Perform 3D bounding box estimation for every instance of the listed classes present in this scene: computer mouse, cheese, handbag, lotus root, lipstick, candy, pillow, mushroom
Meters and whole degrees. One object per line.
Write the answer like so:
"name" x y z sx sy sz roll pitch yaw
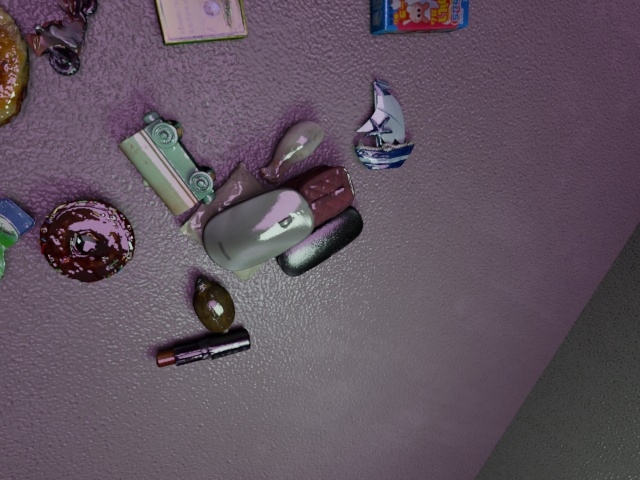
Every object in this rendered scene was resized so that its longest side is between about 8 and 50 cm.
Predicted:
"computer mouse" -0.178 -0.026 1.215 0.330 0.095 0.197 -25 119 10
"cheese" -0.874 0.023 1.073 0.320 0.083 0.204 -39 115 -4
"handbag" -0.010 -0.142 1.326 0.225 0.135 0.146 -31 117 -25
"lotus root" -0.334 0.204 1.340 0.120 0.120 0.210 -26 117 -13
"lipstick" -0.375 0.351 1.388 0.299 0.081 0.081 -9 110 -20
"candy" 0.304 -0.722 1.304 0.305 0.100 0.157 -11 110 -20
"pillow" -0.237 -0.047 1.317 0.274 0.076 0.281 -47 118 -4
"mushroom" -0.087 -0.267 1.297 0.225 0.093 0.116 -48 139 -7

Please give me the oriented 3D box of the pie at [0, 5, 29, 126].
"pie" -0.816 -0.393 0.959 0.308 0.085 0.308 -7 110 -19

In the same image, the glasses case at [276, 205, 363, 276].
"glasses case" 0.000 0.000 1.426 0.321 0.082 0.122 -33 115 -8

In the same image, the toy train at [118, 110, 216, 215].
"toy train" -0.414 -0.202 1.177 0.177 0.116 0.285 -32 114 3

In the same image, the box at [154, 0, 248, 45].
"box" -0.310 -0.594 1.114 0.220 0.064 0.141 -14 111 -19

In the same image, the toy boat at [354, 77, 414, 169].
"toy boat" 0.190 -0.361 1.398 0.210 0.070 0.292 -33 113 -14

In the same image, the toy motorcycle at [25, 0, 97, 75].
"toy motorcycle" -0.611 -0.506 1.009 0.118 0.084 0.213 17 92 -25

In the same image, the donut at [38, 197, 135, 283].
"donut" -0.628 -0.005 1.162 0.235 0.089 0.235 -7 110 -21
